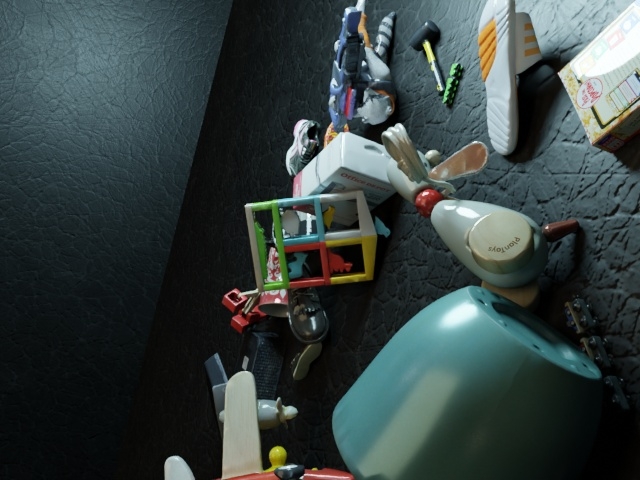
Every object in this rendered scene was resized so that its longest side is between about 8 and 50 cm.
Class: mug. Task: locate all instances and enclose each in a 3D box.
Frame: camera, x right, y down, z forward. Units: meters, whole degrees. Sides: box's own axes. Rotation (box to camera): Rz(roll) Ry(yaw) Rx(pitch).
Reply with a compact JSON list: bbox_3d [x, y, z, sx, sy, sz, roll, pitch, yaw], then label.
[{"bbox_3d":[-0.108,0.109,1.557,0.150,0.113,0.169,-31,48,53],"label":"mug"}]

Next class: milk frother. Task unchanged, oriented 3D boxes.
[{"bbox_3d":[-0.060,-0.041,1.496,0.129,0.143,0.135,135,141,-53],"label":"milk frother"}]

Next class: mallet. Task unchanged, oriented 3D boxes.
[{"bbox_3d":[0.235,-0.377,1.204,0.062,0.039,0.190,-50,41,38],"label":"mallet"}]

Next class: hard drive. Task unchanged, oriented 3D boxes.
[{"bbox_3d":[-0.276,0.468,1.661,0.172,0.054,0.255,-134,35,-60],"label":"hard drive"}]

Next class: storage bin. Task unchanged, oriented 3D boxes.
[{"bbox_3d":[-0.169,0.341,1.590,0.122,0.084,0.180,13,90,64],"label":"storage bin"}]

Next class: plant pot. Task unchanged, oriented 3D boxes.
[{"bbox_3d":[0.197,0.200,0.727,0.235,0.293,0.293,-61,29,15],"label":"plant pot"}]

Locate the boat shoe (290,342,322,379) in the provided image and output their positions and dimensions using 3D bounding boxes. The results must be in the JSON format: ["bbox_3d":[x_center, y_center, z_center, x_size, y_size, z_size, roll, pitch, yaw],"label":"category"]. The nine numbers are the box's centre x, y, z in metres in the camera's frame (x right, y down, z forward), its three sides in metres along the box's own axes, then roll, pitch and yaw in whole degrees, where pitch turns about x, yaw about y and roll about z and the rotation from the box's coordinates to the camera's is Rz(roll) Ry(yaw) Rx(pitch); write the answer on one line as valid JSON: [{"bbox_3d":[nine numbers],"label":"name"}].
[{"bbox_3d":[-0.037,0.276,1.400,0.133,0.048,0.042,-63,37,34],"label":"boat shoe"}]

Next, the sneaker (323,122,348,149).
[{"bbox_3d":[0.028,-0.229,1.505,0.067,0.064,0.175,-179,105,-73],"label":"sneaker"}]

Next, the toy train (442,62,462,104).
[{"bbox_3d":[0.255,-0.304,1.143,0.023,0.017,0.083,-147,72,-73],"label":"toy train"}]

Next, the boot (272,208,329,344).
[{"bbox_3d":[-0.059,0.083,1.347,0.229,0.091,0.263,76,176,-48],"label":"boot"}]

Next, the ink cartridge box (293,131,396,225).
[{"bbox_3d":[0.057,-0.128,1.286,0.218,0.158,0.092,-39,43,51],"label":"ink cartridge box"}]

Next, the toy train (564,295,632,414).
[{"bbox_3d":[0.345,0.142,0.739,0.036,0.027,0.158,116,153,-50],"label":"toy train"}]

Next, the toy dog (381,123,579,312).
[{"bbox_3d":[0.242,-0.052,0.874,0.334,0.161,0.220,57,176,20],"label":"toy dog"}]

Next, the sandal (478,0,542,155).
[{"bbox_3d":[0.315,-0.275,0.959,0.102,0.076,0.265,-147,52,-77],"label":"sandal"}]

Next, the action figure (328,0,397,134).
[{"bbox_3d":[0.110,-0.412,1.315,0.341,0.178,0.330,101,165,-65],"label":"action figure"}]

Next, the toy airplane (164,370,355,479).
[{"bbox_3d":[-0.136,0.532,1.226,0.384,0.272,0.386,36,98,28],"label":"toy airplane"}]

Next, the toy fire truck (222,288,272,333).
[{"bbox_3d":[-0.183,0.175,1.565,0.047,0.192,0.135,35,125,26],"label":"toy fire truck"}]

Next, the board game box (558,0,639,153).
[{"bbox_3d":[0.415,-0.231,0.757,0.193,0.045,0.147,-47,39,45],"label":"board game box"}]

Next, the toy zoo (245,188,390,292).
[{"bbox_3d":[0.000,0.000,1.234,0.030,0.293,0.193,-78,-19,-78],"label":"toy zoo"}]

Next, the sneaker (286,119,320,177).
[{"bbox_3d":[-0.044,-0.259,1.656,0.077,0.072,0.178,2,85,53],"label":"sneaker"}]
